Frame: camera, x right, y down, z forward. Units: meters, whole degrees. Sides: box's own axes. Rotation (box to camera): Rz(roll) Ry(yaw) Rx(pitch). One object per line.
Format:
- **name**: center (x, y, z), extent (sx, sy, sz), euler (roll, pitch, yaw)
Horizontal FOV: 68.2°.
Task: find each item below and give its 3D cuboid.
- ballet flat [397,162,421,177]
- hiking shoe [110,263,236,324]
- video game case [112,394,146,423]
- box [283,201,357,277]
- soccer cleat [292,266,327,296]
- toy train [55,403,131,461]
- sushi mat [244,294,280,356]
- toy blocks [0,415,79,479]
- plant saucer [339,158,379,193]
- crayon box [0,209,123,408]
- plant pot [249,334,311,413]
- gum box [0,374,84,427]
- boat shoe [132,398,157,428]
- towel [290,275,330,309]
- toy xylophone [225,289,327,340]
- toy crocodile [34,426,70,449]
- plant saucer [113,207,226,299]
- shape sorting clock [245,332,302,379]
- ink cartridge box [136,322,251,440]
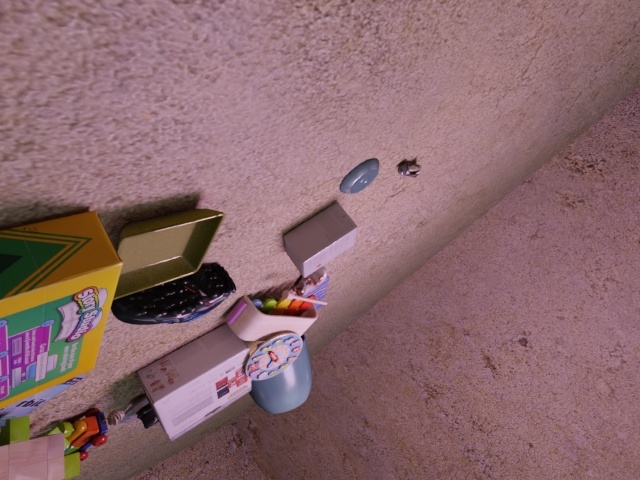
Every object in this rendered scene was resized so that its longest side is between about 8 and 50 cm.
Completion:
- **ballet flat**: center (0.255, -0.194, 1.296), extent (0.114, 0.041, 0.041), euler (-12, 150, -51)
- **hiking shoe**: center (-0.303, 0.136, 0.974), extent (0.132, 0.113, 0.304), euler (-45, 161, 23)
- **video game case**: center (-0.623, 0.592, 1.702), extent (0.183, 0.023, 0.201), euler (-36, 162, -1)
- **box**: center (0.000, 0.000, 1.236), extent (0.171, 0.091, 0.130), euler (-33, 163, -13)
- **soccer cleat**: center (-0.026, 0.127, 1.572), extent (0.076, 0.068, 0.196), euler (-28, 169, -40)
- **toy train**: center (-0.672, 0.525, 1.328), extent (0.248, 0.105, 0.143), euler (-40, 149, 12)
- **sushi mat**: center (-0.220, 0.306, 1.604), extent (0.152, 0.019, 0.316), euler (24, 117, -40)
- **toy blocks**: center (-0.715, 0.463, 0.918), extent (0.261, 0.190, 0.381), euler (-12, 165, 11)
- **plant saucer**: center (0.101, -0.151, 1.155), extent (0.119, 0.021, 0.119), euler (-33, 163, -12)
- **crayon box**: center (-0.474, 0.136, 0.665), extent (0.313, 0.106, 0.363), euler (-21, 158, -43)
- **plant pot**: center (-0.165, 0.533, 1.869), extent (0.293, 0.235, 0.293), euler (-17, -174, 2)
- **gum box**: center (-0.613, 0.314, 0.967), extent (0.184, 0.041, 0.157), euler (-34, 162, -10)
- **boat shoe**: center (-0.538, 0.598, 1.681), extent (0.114, 0.091, 0.303), euler (-41, 161, 15)
- **towel**: center (-0.072, 0.265, 1.875), extent (0.243, 0.040, 0.336), euler (-32, 162, -17)
- **toy xylophone**: center (-0.118, 0.230, 1.480), extent (0.236, 0.081, 0.323), euler (-44, 144, 16)
- **toy crocodile**: center (-0.799, 0.590, 1.213), extent (0.341, 0.115, 0.105), euler (-36, -171, 1)
- **plant saucer**: center (-0.279, 0.014, 0.819), extent (0.189, 0.045, 0.188), euler (-19, 156, -43)
- **shape sorting clock**: center (-0.146, 0.373, 1.508), extent (0.206, 0.040, 0.206), euler (-21, 137, -21)
- **ink cartridge box**: center (-0.380, 0.445, 1.484), extent (0.310, 0.130, 0.271), euler (-26, 142, -28)
